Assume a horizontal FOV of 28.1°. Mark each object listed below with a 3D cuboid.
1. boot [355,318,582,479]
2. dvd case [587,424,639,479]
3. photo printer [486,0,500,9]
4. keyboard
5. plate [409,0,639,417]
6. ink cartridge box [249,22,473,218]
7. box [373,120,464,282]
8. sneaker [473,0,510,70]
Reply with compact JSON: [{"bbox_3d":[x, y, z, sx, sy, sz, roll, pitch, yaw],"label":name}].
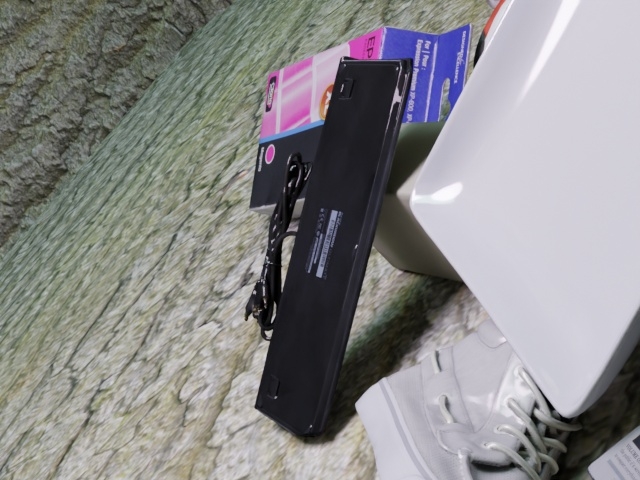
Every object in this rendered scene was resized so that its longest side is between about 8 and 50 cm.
[{"bbox_3d":[0.101,0.115,0.733,0.123,0.095,0.258,-37,20,2],"label":"boot"},{"bbox_3d":[0.250,0.080,0.595,0.239,0.029,0.179,-41,17,6],"label":"dvd case"},{"bbox_3d":[0.316,-0.378,1.456,0.307,0.107,0.256,-45,14,-8],"label":"photo printer"},{"bbox_3d":[0.000,0.000,1.083,0.201,0.033,0.317,18,93,63],"label":"keyboard"},{"bbox_3d":[0.171,-0.075,0.762,0.277,0.045,0.278,-63,27,19],"label":"plate"},{"bbox_3d":[0.033,-0.126,1.412,0.371,0.069,0.175,-6,73,60],"label":"ink cartridge box"},{"bbox_3d":[0.111,-0.032,1.052,0.094,0.113,0.275,-46,18,-11],"label":"box"},{"bbox_3d":[0.270,-0.241,1.249,0.270,0.090,0.145,-46,21,-5],"label":"sneaker"}]
